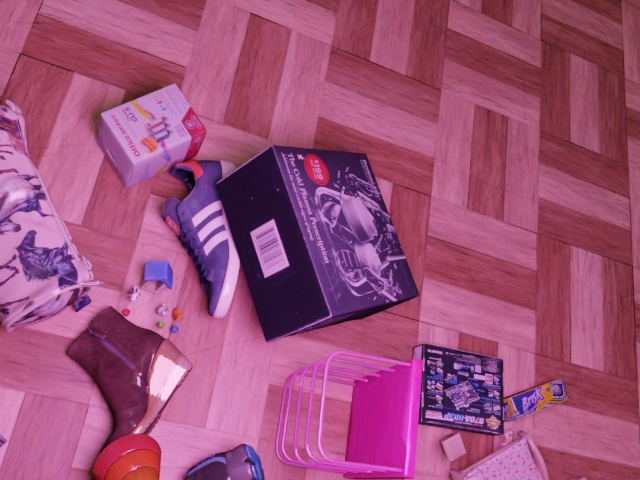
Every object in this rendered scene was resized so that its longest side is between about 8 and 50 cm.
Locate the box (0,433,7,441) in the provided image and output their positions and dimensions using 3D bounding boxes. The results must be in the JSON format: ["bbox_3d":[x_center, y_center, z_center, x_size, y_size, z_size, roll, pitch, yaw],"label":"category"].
[{"bbox_3d":[-0.571,0.273,0.972,0.169,0.290,0.087,46,61,-1],"label":"box"}]

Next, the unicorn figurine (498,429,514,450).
[{"bbox_3d":[0.451,0.503,1.459,0.162,0.060,0.111,30,71,-18],"label":"unicorn figurine"}]

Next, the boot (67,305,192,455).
[{"bbox_3d":[-0.383,0.268,1.190,0.207,0.090,0.248,31,63,4],"label":"boot"}]

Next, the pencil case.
[{"bbox_3d":[-0.554,-0.052,1.170,0.183,0.160,0.410,-24,82,-16],"label":"pencil case"}]

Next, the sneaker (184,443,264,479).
[{"bbox_3d":[-0.142,0.552,1.174,0.139,0.125,0.341,-18,82,2],"label":"sneaker"}]

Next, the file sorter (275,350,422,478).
[{"bbox_3d":[0.040,0.332,1.216,0.182,0.291,0.202,14,66,-15],"label":"file sorter"}]

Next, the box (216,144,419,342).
[{"bbox_3d":[0.000,0.000,1.318,0.312,0.179,0.343,-5,72,-52],"label":"box"}]

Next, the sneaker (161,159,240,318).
[{"bbox_3d":[-0.250,-0.009,1.312,0.148,0.131,0.350,5,61,-21],"label":"sneaker"}]

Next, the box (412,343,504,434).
[{"bbox_3d":[0.314,0.340,1.463,0.220,0.051,0.175,13,67,-19],"label":"box"}]

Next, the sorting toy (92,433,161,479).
[{"bbox_3d":[-0.405,0.468,1.036,0.365,0.126,0.127,-29,129,-21],"label":"sorting toy"}]

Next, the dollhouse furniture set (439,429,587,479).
[{"bbox_3d":[0.465,0.523,1.338,0.303,0.174,0.355,-23,94,-17],"label":"dollhouse furniture set"}]

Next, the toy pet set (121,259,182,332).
[{"bbox_3d":[-0.312,0.103,1.257,0.122,0.065,0.114,26,44,-34],"label":"toy pet set"}]

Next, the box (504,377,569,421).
[{"bbox_3d":[0.502,0.378,1.525,0.169,0.059,0.054,-12,74,-27],"label":"box"}]

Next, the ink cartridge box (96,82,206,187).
[{"bbox_3d":[-0.353,-0.216,1.336,0.176,0.127,0.128,-32,86,-28],"label":"ink cartridge box"}]
